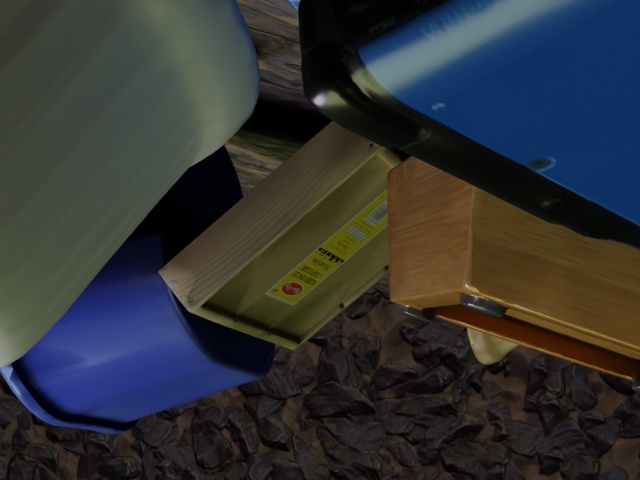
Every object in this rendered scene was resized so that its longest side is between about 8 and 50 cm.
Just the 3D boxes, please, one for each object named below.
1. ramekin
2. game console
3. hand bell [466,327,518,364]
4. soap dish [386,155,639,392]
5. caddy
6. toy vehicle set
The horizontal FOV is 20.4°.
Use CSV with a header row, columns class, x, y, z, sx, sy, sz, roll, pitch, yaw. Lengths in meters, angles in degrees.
class,x,y,z,sx,sy,sz,roll,pitch,yaw
ramekin,-0.172,-0.075,0.606,0.277,0.135,0.277,32,163,11
game console,0.118,-0.084,0.571,0.250,0.173,0.293,-25,148,35
hand bell,0.236,0.034,1.264,0.242,0.126,0.126,2,170,22
soap dish,0.158,0.010,0.985,0.228,0.118,0.291,19,175,-5
caddy,-0.165,0.015,1.316,0.179,0.241,0.341,-15,167,11
toy vehicle set,0.000,0.000,1.249,0.035,0.166,0.267,51,-175,16
